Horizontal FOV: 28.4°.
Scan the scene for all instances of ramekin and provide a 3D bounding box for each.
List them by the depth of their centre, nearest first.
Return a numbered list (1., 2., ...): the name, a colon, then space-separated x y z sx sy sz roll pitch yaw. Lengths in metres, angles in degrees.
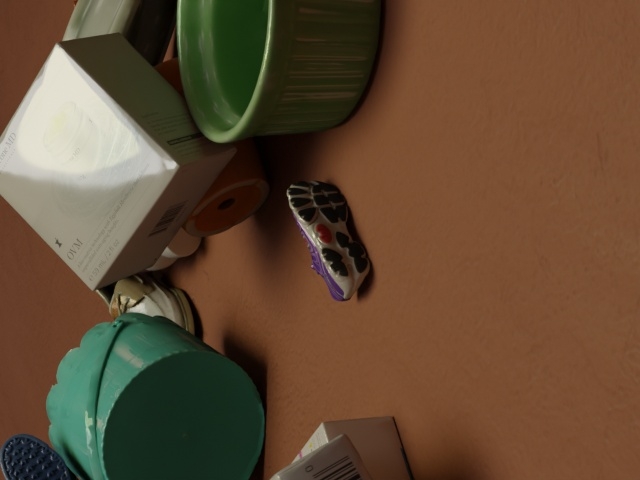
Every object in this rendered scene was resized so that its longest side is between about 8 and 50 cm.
1. ramekin: -0.052 -0.266 1.498 0.303 0.148 0.303 179 90 -64

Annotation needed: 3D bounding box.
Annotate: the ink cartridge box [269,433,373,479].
1. ink cartridge box: 0.030 0.393 1.348 0.308 0.091 0.385 58 160 11

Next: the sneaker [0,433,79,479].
1. sneaker: -0.344 0.361 1.703 0.232 0.081 0.090 46 157 9

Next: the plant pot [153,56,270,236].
1. plant pot: -0.168 -0.115 1.713 0.188 0.205 0.205 60 144 20

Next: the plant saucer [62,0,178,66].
1. plant saucer: -0.302 -0.287 1.847 0.400 0.100 0.400 -159 90 -90

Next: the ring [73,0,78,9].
1. ring: -0.404 -0.443 2.175 0.336 0.032 0.336 166 90 -88

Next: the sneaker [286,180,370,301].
1. sneaker: 0.000 0.000 1.499 0.071 0.068 0.170 111 146 -48

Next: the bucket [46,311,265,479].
1. bucket: -0.224 0.249 1.749 0.183 0.281 0.281 14 104 59

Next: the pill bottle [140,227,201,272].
1. pill bottle: -0.290 -0.008 1.975 0.216 0.121 0.121 -8 83 40

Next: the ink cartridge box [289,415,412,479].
1. ink cartridge box: 0.027 0.273 1.421 0.143 0.090 0.092 -58 41 47

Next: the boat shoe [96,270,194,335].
1. boat shoe: -0.290 0.113 2.052 0.302 0.103 0.113 38 124 58

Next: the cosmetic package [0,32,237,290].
1. cosmetic package: -0.270 -0.101 1.592 0.225 0.138 0.224 45 119 12
